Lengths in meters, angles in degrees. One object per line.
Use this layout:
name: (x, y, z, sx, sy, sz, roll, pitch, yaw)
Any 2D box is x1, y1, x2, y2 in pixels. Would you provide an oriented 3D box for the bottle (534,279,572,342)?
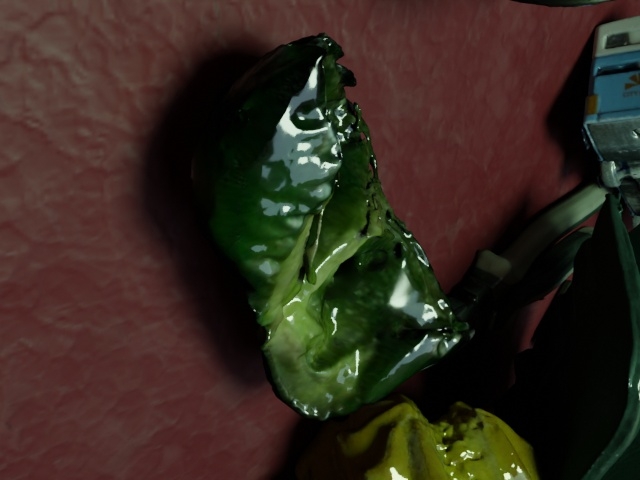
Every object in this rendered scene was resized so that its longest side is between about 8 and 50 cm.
bottle: (0.277, 0.087, 0.844, 0.030, 0.030, 0.083, 28, 92, -49)

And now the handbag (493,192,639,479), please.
handbag: (0.241, 0.148, 0.663, 0.239, 0.089, 0.327, -78, 179, -48)

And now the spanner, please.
spanner: (0.190, 0.037, 0.720, 0.324, 0.040, 0.096, -30, 131, -32)

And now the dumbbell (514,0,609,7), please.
dumbbell: (0.132, -0.247, 0.380, 0.192, 0.192, 0.290, -49, 138, -13)

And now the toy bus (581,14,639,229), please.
toy bus: (0.352, -0.093, 0.742, 0.297, 0.106, 0.131, 32, 62, -50)

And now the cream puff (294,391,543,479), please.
cream puff: (0.073, 0.209, 0.582, 0.220, 0.195, 0.195, -6, 120, -14)

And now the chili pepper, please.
chili pepper: (-0.005, -0.006, 0.458, 0.148, 0.116, 0.265, -34, 133, -12)
